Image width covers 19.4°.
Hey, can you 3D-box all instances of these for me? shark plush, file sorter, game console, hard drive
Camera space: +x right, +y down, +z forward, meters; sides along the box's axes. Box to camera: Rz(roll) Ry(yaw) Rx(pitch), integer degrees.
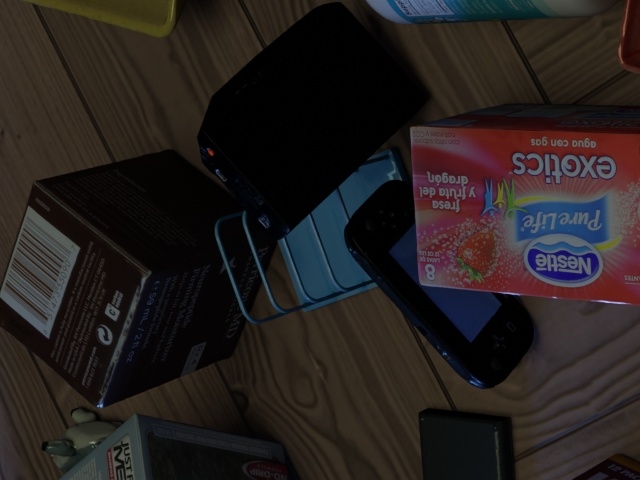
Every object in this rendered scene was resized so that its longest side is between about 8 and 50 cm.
[{"bbox_3d":[-0.228,0.230,2.059,0.161,0.073,0.067,-4,120,18],"label":"shark plush"},{"bbox_3d":[0.000,0.000,1.771,0.170,0.104,0.118,-21,87,40],"label":"file sorter"},{"bbox_3d":[0.062,-0.030,1.673,0.361,0.213,0.044,48,146,-4],"label":"game console"},{"bbox_3d":[0.140,0.230,1.771,0.094,0.022,0.135,3,103,37],"label":"hard drive"}]

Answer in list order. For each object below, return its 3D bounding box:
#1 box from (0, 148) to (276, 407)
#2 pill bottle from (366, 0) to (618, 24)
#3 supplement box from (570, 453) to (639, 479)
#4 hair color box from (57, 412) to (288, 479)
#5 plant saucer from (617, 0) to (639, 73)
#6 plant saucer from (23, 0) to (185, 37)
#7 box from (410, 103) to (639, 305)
[{"bbox_3d":[-0.185,0.033,1.859,0.167,0.203,0.168,36,121,25],"label":"box"},{"bbox_3d":[0.125,-0.258,1.583,0.264,0.146,0.146,3,103,38],"label":"pill bottle"},{"bbox_3d":[0.243,0.316,1.603,0.129,0.191,0.194,24,114,31],"label":"supplement box"},{"bbox_3d":[-0.211,0.328,1.950,0.374,0.185,0.113,-41,47,37],"label":"hair color box"},{"bbox_3d":[0.373,-0.234,1.459,0.259,0.048,0.258,19,112,32],"label":"plant saucer"},{"bbox_3d":[-0.236,-0.399,1.871,0.333,0.081,0.333,18,112,33],"label":"plant saucer"},{"bbox_3d":[0.239,-0.034,1.547,0.300,0.154,0.142,4,104,36],"label":"box"}]
